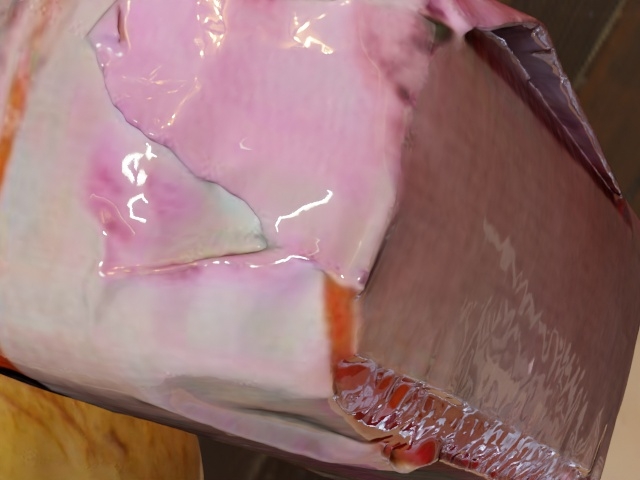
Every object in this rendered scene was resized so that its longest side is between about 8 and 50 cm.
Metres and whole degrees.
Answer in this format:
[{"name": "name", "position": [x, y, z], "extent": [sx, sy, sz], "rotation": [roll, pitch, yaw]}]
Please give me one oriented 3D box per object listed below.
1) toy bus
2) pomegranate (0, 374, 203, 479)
[{"name": "toy bus", "position": [0.000, 0.000, 0.503], "extent": [0.147, 0.127, 0.303], "rotation": [14, 172, 22]}, {"name": "pomegranate", "position": [-0.161, 0.117, 0.717], "extent": [0.248, 0.248, 0.248], "rotation": [5, 133, 5]}]
